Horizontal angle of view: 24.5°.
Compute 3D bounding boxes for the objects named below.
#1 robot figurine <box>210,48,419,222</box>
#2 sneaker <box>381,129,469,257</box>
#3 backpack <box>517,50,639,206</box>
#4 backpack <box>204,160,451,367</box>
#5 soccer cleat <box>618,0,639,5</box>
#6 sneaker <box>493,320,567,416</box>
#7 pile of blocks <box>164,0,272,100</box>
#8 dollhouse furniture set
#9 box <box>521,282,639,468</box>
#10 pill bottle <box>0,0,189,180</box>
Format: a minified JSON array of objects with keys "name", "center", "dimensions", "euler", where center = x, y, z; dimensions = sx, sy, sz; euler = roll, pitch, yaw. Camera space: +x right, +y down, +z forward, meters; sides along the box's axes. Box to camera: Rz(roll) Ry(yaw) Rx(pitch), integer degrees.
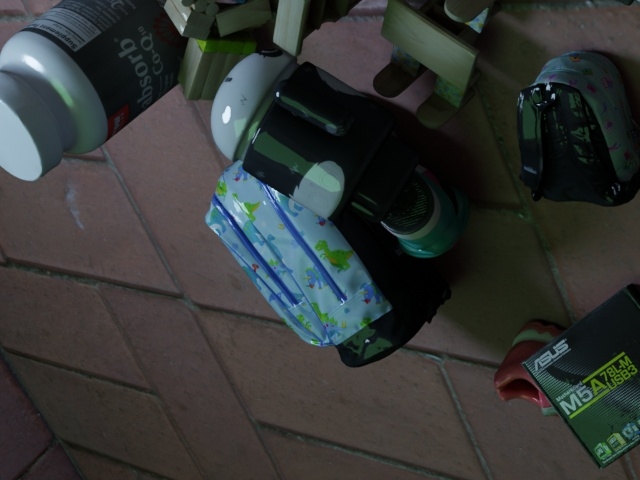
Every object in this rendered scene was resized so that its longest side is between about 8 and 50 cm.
[{"name":"robot figurine","center":[-0.009,-0.139,1.959],"dimensions":[0.278,0.173,0.209],"euler":[31,128,2]},{"name":"sneaker","center":[0.117,-0.082,2.124],"dimensions":[0.178,0.124,0.295],"euler":[40,-165,-50]},{"name":"backpack","center":[0.314,-0.139,1.811],"dimensions":[0.152,0.115,0.182],"euler":[2,128,36]},{"name":"backpack","center":[0.000,0.000,2.212],"dimensions":[0.273,0.290,0.355],"euler":[-24,98,22]},{"name":"soccer cleat","center":[0.411,-0.270,1.533],"dimensions":[0.331,0.116,0.143],"euler":[35,147,19]},{"name":"sneaker","center":[0.385,0.216,2.119],"dimensions":[0.314,0.136,0.116],"euler":[9,134,45]},{"name":"pile of blocks","center":[-0.164,-0.368,2.143],"dimensions":[0.112,0.149,0.362],"euler":[-122,18,-45]},{"name":"dollhouse furniture set","center":[0.085,-0.269,1.891],"dimensions":[0.242,0.161,0.212],"euler":[37,148,16]},{"name":"box","center":[0.404,0.186,2.019],"dimensions":[0.191,0.045,0.184],"euler":[-39,81,23]},{"name":"pill bottle","center":[-0.353,-0.261,2.242],"dimensions":[0.210,0.363,0.210],"euler":[32,147,24]}]
